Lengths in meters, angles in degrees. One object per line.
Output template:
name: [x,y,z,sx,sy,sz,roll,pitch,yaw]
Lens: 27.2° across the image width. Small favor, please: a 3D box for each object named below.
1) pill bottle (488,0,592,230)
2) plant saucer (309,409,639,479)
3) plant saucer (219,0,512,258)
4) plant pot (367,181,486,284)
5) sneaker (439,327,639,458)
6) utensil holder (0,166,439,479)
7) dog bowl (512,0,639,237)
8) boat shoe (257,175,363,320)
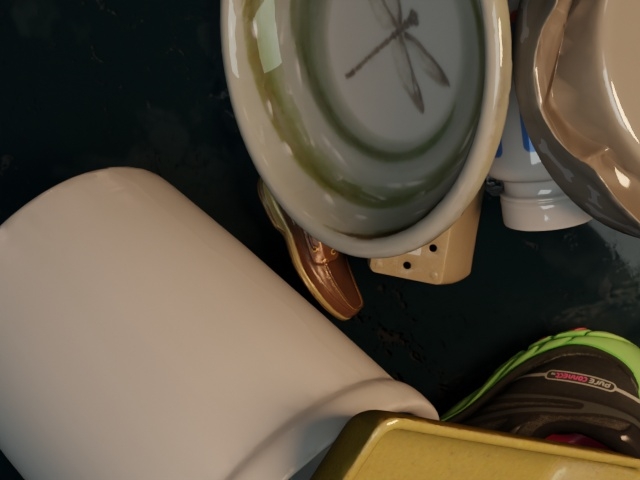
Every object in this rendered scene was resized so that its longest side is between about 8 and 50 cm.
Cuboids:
pill bottle: [0.205,-0.127,1.254,0.124,0.124,0.221,-4,105,16]
plant saucer: [0.073,0.275,1.135,0.332,0.333,0.081,-58,42,19]
plant saucer: [0.054,-0.186,1.231,0.400,0.101,0.400,18,114,49]
plant pot: [0.099,-0.009,1.333,0.109,0.096,0.109,12,110,12]
sneaker: [0.146,0.283,1.341,0.185,0.202,0.483,36,114,-16]
utensil holder: [-0.136,0.160,1.269,0.385,0.328,0.327,40,114,27]
dog bowl: [0.318,-0.154,1.132,0.349,0.102,0.348,1,87,-26]
boat shoe: [0.000,0.000,1.380,0.060,0.064,0.178,-26,96,23]
